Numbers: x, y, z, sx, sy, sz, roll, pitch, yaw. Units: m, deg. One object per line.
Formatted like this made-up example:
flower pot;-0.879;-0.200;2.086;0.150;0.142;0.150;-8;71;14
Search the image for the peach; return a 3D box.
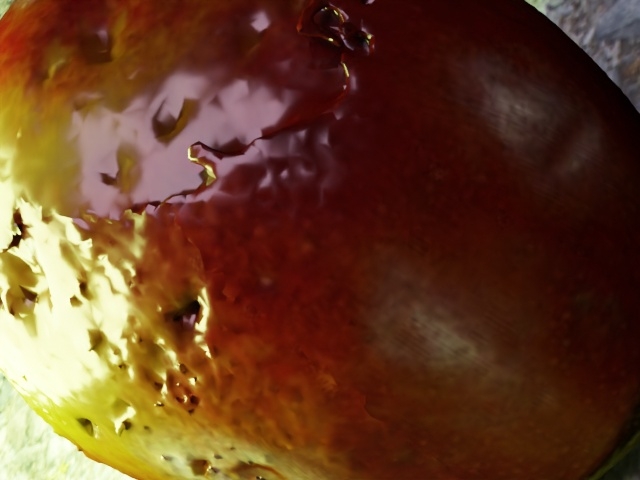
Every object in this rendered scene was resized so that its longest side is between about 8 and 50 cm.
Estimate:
peach;0.000;0.000;0.922;0.416;0.353;0.339;20;85;12
